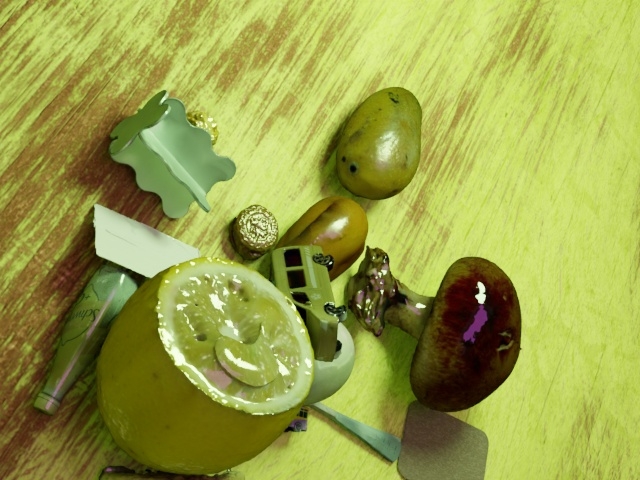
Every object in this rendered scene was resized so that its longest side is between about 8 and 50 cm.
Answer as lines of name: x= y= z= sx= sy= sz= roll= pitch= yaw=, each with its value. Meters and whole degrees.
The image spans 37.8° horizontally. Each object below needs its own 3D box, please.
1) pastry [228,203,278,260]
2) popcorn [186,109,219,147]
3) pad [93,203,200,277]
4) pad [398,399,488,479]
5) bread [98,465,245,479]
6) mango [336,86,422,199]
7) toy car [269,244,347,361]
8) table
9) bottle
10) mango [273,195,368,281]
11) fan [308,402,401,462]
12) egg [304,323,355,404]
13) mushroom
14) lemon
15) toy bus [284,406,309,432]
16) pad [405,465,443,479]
pastry: x=-0.132 y=-0.015 z=1.846 sx=0.097 sy=0.057 sz=0.109 roll=5 pitch=74 yaw=-32
popcorn: x=-0.236 y=-0.209 z=1.808 sx=0.082 sy=0.057 sz=0.083 roll=40 pitch=54 yaw=-32
pad: x=-0.303 y=0.021 z=1.672 sx=0.232 sy=0.004 sz=0.156 roll=26 pitch=28 yaw=-31
pad: x=0.278 y=0.474 z=2.081 sx=0.266 sy=0.002 sz=0.176 roll=29 pitch=60 yaw=-30
bread: x=-0.241 y=0.488 z=1.568 sx=0.262 sy=0.162 sz=0.204 roll=4 pitch=88 yaw=-24
mango: x=0.145 y=-0.225 z=2.054 sx=0.176 sy=0.175 sz=0.330 roll=84 pitch=28 yaw=-56
toy car: x=-0.030 y=0.111 z=1.686 sx=0.124 sy=0.257 sz=0.101 roll=1 pitch=121 yaw=-9
table: x=-0.268 y=-0.147 z=1.712 sx=0.198 sy=0.166 sz=0.166 roll=49 pitch=54 yaw=-28
bottle: x=-0.398 y=0.168 z=1.567 sx=0.083 sy=0.083 sz=0.270 roll=38 pitch=59 yaw=-25
mango: x=0.000 y=0.000 z=1.880 sx=0.136 sy=0.166 sz=0.236 roll=43 pitch=62 yaw=12
fan: x=0.067 y=0.379 z=1.928 sx=0.282 sy=0.023 sz=0.057 roll=36 pitch=60 yaw=-28
egg: x=-0.025 y=0.219 z=1.793 sx=0.217 sy=0.183 sz=0.183 roll=-22 pitch=93 yaw=-57
mushroom: x=0.253 y=0.202 z=2.017 sx=0.334 sy=0.356 sz=0.331 roll=51 pitch=39 yaw=-67
lemon: x=-0.209 y=0.227 z=1.550 sx=0.364 sy=0.364 sz=0.364 roll=11 pitch=72 yaw=-37
toy bus: x=-0.076 y=0.336 z=1.804 sx=0.102 sy=0.052 sz=0.058 roll=22 pitch=66 yaw=-34
pad: x=0.219 y=0.587 z=2.006 sx=0.113 sy=0.006 sz=0.188 roll=21 pitch=66 yaw=-33
